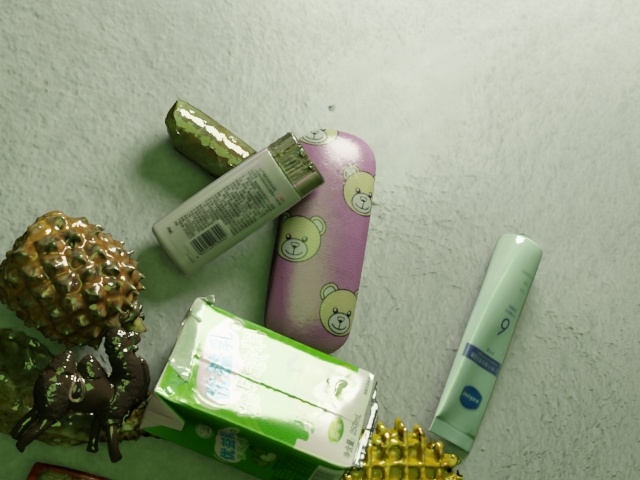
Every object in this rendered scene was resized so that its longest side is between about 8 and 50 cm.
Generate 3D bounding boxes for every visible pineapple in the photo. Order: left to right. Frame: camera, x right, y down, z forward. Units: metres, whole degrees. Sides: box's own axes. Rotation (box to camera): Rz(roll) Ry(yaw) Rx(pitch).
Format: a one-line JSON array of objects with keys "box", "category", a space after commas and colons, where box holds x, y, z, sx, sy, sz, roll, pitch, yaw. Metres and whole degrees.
[{"box": [-0.295, 0.058, 1.161, 0.193, 0.166, 0.166, 39, 74, -7], "category": "pineapple"}]

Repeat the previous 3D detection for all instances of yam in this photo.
[{"box": [-0.151, -0.128, 1.278, 0.146, 0.070, 0.069, 34, 74, -9], "category": "yam"}]

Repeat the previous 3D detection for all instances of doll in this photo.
[{"box": [-0.275, 0.179, 1.111, 0.139, 0.057, 0.165, 18, 90, -25], "category": "doll"}]

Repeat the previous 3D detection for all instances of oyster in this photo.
[{"box": [-0.336, 0.190, 1.178, 0.345, 0.078, 0.128, 16, 69, -10], "category": "oyster"}]

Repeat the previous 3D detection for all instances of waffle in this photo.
[{"box": [0.099, 0.346, 1.270, 0.197, 0.070, 0.193, 37, 74, -10], "category": "waffle"}]

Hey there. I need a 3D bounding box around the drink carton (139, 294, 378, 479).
[{"box": [-0.071, 0.201, 1.183, 0.271, 0.108, 0.161, 24, 46, -5], "category": "drink carton"}]

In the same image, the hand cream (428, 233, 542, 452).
[{"box": [0.238, 0.138, 1.342, 0.109, 0.067, 0.320, 36, 73, -43], "category": "hand cream"}]

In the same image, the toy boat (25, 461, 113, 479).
[{"box": [-0.188, 0.383, 1.166, 0.392, 0.136, 0.079, 26, 104, -14], "category": "toy boat"}]

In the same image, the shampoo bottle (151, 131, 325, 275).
[{"box": [-0.109, -0.049, 1.241, 0.227, 0.056, 0.086, -35, 104, 3], "category": "shampoo bottle"}]

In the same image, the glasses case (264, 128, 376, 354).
[{"box": [0.000, 0.000, 1.291, 0.123, 0.076, 0.316, 11, 78, -11], "category": "glasses case"}]
